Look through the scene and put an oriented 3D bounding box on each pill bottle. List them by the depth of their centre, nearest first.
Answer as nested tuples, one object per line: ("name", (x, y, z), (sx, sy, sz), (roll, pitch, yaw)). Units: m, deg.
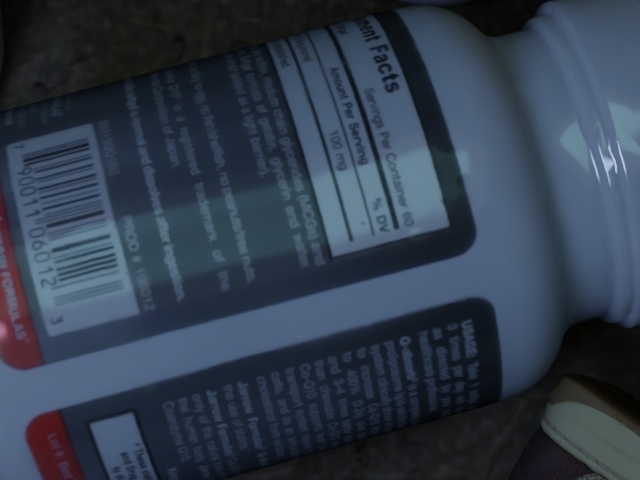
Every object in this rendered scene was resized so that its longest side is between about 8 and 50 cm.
("pill bottle", (0.000, 0.000, 0.847), (0.363, 0.210, 0.210), (-15, 71, -4))

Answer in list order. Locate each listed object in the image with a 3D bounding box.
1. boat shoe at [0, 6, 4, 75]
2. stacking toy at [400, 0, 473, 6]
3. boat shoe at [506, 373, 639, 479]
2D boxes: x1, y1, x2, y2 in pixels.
("boat shoe", (-0.236, -0.176, 0.971), (0.118, 0.103, 0.320), (12, 71, 6))
("stacking toy", (0.233, -0.218, 0.914), (0.480, 0.350, 0.350), (-7, 69, 20))
("boat shoe", (0.217, 0.203, 0.792), (0.342, 0.123, 0.123), (38, 99, 32))
